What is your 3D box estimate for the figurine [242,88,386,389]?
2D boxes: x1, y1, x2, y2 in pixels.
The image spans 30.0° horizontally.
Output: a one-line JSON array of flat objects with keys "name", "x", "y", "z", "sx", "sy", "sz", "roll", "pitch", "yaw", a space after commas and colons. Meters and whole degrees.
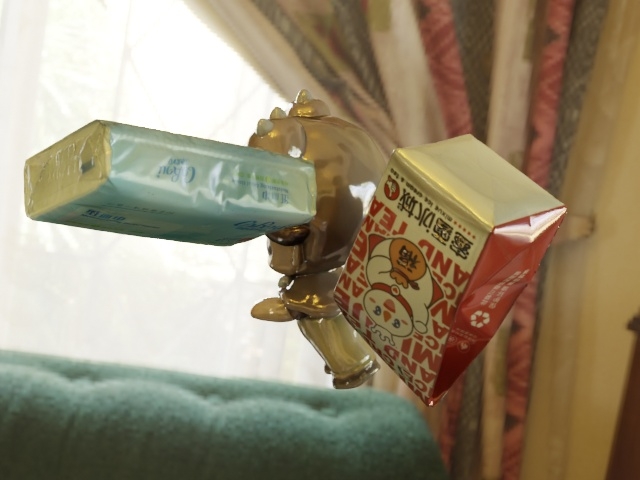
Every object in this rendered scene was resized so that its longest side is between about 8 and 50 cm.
[{"name": "figurine", "x": 0.000, "y": 0.001, "z": 1.540, "sx": 0.203, "sy": 0.380, "sz": 0.248, "roll": -7, "pitch": 13, "yaw": 20}]

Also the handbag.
[{"name": "handbag", "x": 0.130, "y": 0.044, "z": 1.364, "sx": 0.151, "sy": 0.298, "sz": 0.171, "roll": -14, "pitch": 46, "yaw": -45}]

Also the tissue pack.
[{"name": "tissue pack", "x": -0.158, "y": -0.053, "z": 1.269, "sx": 0.263, "sy": 0.089, "sz": 0.177, "roll": 7, "pitch": -16, "yaw": -40}]
